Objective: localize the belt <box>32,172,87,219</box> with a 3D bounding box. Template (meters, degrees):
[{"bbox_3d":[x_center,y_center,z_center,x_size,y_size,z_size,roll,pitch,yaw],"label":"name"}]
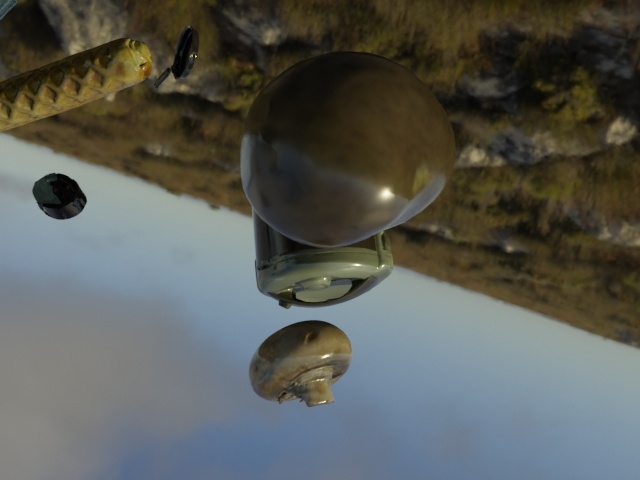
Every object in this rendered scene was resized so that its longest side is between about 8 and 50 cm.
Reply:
[{"bbox_3d":[-0.638,-0.106,1.978,0.140,0.105,0.058,31,153,24],"label":"belt"}]

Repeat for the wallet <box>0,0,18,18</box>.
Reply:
[{"bbox_3d":[-0.686,-0.413,1.322,0.290,0.251,0.054,44,178,-13],"label":"wallet"}]

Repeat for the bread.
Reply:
[{"bbox_3d":[-0.433,-0.239,1.286,0.367,0.077,0.084,-14,-179,14],"label":"bread"}]

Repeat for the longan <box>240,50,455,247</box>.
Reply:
[{"bbox_3d":[0.042,-0.160,1.431,0.404,0.336,0.405,3,-151,-2],"label":"longan"}]

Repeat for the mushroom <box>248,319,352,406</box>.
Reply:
[{"bbox_3d":[-0.036,0.265,1.674,0.226,0.226,0.178,18,-136,-46],"label":"mushroom"}]

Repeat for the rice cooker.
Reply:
[{"bbox_3d":[0.000,0.000,1.963,0.334,0.326,0.335,-6,162,-2],"label":"rice cooker"}]

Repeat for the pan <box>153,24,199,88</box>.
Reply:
[{"bbox_3d":[-0.358,-0.443,2.027,0.028,0.136,0.235,13,153,-31],"label":"pan"}]
